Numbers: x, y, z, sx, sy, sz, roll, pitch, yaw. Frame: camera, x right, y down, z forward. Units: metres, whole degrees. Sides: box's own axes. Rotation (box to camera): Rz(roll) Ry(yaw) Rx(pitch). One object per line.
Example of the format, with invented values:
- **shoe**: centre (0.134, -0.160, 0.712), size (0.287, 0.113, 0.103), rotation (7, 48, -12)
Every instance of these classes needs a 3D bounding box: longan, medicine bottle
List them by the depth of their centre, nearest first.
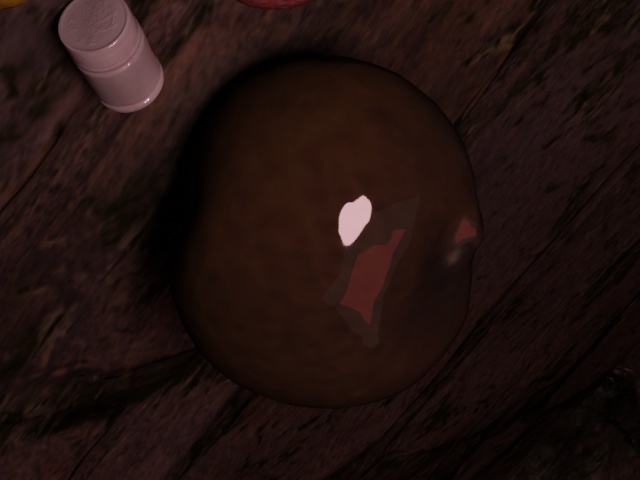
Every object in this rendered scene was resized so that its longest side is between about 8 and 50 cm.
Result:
- **medicine bottle**: centre (-0.155, -0.140, 0.969), size (0.057, 0.057, 0.089), rotation (-37, 155, -5)
- **longan**: centre (0.000, 0.000, 1.176), size (0.288, 0.288, 0.350), rotation (-20, 138, -34)

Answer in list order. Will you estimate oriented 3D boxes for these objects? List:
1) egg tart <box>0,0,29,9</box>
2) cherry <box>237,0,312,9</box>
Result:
- **egg tart**: centre (-0.175, -0.240, 0.702), size (0.345, 0.132, 0.345), rotation (-33, 154, -18)
- **cherry**: centre (0.008, -0.241, 0.944), size (0.225, 0.090, 0.107), rotation (-26, 129, 25)
